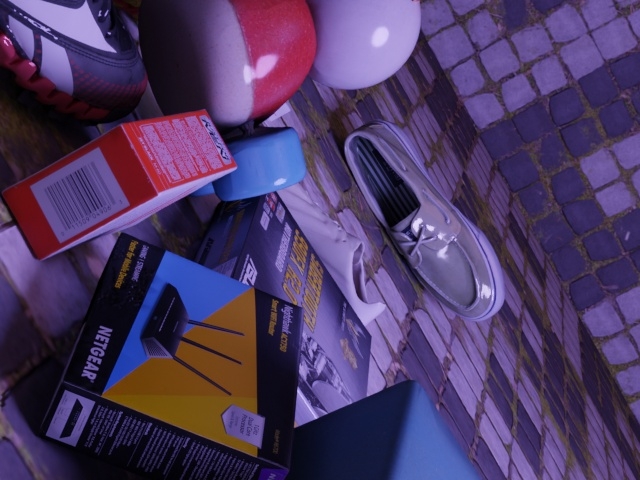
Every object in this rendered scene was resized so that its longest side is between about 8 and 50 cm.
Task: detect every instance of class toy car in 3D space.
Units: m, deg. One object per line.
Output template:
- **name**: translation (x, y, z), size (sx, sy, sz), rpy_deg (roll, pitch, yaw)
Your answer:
- **toy car**: translation (-0.012, -0.168, 1.013), size (0.210, 0.238, 0.219), rpy_deg (-171, -114, -70)

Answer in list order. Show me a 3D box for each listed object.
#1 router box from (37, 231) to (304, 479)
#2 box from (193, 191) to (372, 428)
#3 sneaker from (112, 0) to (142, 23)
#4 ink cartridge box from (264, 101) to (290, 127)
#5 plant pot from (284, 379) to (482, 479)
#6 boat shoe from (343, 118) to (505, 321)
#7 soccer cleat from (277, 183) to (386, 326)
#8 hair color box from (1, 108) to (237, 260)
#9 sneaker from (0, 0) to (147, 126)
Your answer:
- **router box**: translation (-0.081, 0.075, 0.761), size (0.133, 0.046, 0.179), rpy_deg (23, 25, -10)
- **box**: translation (-0.030, 0.071, 1.028), size (0.183, 0.056, 0.231), rpy_deg (57, 16, -16)
- **sneaker**: translation (-0.151, -0.218, 1.110), size (0.208, 0.081, 0.094), rpy_deg (41, 23, -25)
- **ink cartridge box**: translation (-0.058, -0.166, 1.399), size (0.048, 0.028, 0.083), rpy_deg (49, 21, -40)
- **plant pot**: translation (0.009, 0.228, 0.698), size (0.165, 0.166, 0.234), rpy_deg (57, 22, -16)
- **boat shoe**: translation (0.123, -0.020, 1.642), size (0.302, 0.109, 0.094), rpy_deg (55, 30, 8)
- **soccer cleat**: translation (0.000, 0.000, 1.211), size (0.196, 0.076, 0.068), rpy_deg (67, 16, 18)
- **hair color box**: translation (-0.127, -0.041, 0.841), size (0.053, 0.093, 0.167), rpy_deg (62, 15, -1)
- **sneaker**: translation (-0.178, -0.173, 0.827), size (0.276, 0.135, 0.097), rpy_deg (44, 21, -51)
